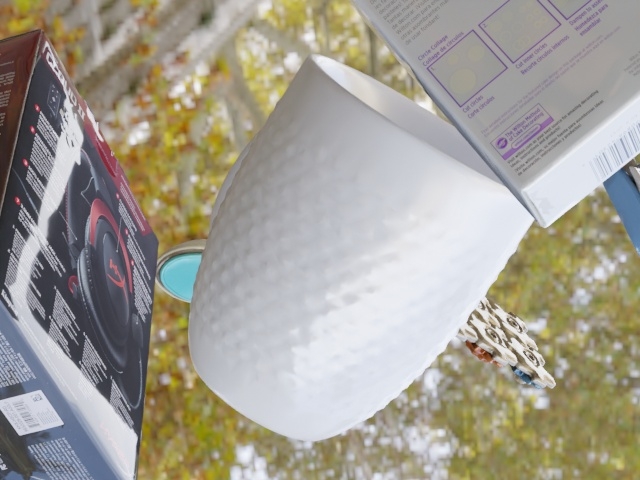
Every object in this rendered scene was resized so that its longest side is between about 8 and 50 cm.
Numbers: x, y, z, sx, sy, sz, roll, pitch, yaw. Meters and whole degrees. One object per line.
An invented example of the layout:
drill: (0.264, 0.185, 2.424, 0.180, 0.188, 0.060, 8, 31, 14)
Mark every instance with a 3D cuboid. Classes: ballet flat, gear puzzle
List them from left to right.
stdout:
ballet flat: (-0.127, 0.042, 1.806, 0.248, 0.086, 0.086, 19, -167, -42)
gear puzzle: (0.181, 0.104, 1.932, 0.044, 0.339, 0.175, -48, -148, 19)

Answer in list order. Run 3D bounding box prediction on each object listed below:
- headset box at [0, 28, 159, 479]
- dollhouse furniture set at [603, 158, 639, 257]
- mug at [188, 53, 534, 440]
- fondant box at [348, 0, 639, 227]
headset box: (-0.205, 0.015, 0.959, 0.110, 0.218, 0.293, -14, -139, 11)
dollhouse furniture set: (0.572, -0.144, 2.016, 0.286, 0.198, 0.303, -10, -114, -24)
mug: (0.000, 0.000, 1.439, 0.276, 0.328, 0.374, 22, -164, -38)
fondant box: (0.180, -0.211, 1.211, 0.238, 0.096, 0.330, -39, -118, 5)
